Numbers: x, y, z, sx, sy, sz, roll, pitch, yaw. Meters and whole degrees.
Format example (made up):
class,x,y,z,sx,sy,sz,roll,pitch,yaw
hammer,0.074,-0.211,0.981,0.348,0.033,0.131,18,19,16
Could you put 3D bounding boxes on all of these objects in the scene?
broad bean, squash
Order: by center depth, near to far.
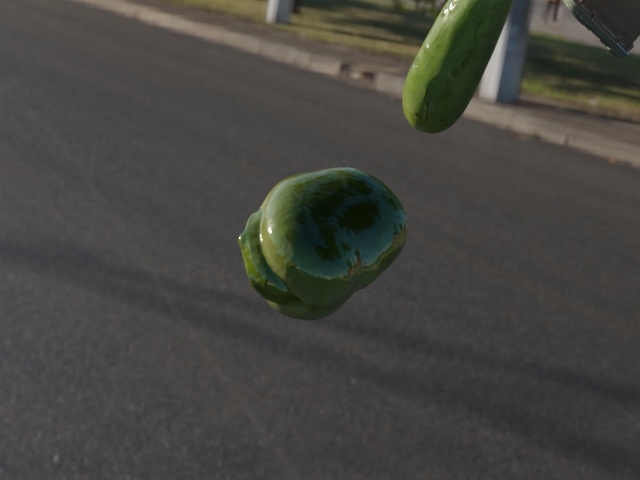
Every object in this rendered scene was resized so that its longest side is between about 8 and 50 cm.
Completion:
class,x,y,z,sx,sy,sz,roll,pitch,yaw
broad bean,0.000,0.000,1.130,0.124,0.082,0.174,39,41,3
squash,0.238,-0.340,2.126,0.118,0.371,0.118,18,31,-11

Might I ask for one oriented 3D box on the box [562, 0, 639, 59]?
class,x,y,z,sx,sy,sz,roll,pitch,yaw
box,0.242,-0.225,1.102,0.089,0.062,0.122,34,28,-35
